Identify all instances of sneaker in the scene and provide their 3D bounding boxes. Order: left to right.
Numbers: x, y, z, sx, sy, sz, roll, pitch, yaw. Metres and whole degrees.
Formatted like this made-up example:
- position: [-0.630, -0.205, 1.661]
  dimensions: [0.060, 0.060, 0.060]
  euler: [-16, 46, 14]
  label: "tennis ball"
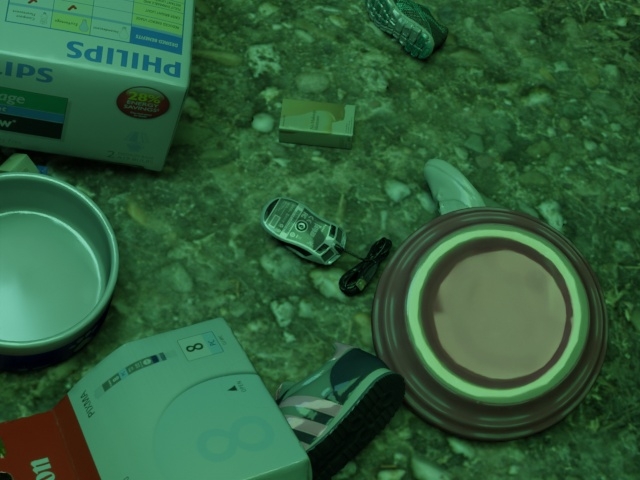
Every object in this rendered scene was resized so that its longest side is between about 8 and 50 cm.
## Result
- position: [-0.039, 0.262, 1.645]
  dimensions: [0.319, 0.112, 0.131]
  euler: [-37, 46, -17]
  label: "sneaker"
- position: [0.140, -0.364, 2.001]
  dimensions: [0.076, 0.065, 0.166]
  euler: [-29, 69, -34]
  label: "sneaker"
- position: [0.200, -0.026, 1.811]
  dimensions: [0.094, 0.080, 0.212]
  euler: [-34, 69, -6]
  label: "sneaker"

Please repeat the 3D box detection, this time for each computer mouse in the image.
- position: [0.000, 0.000, 1.805]
  dimensions: [0.193, 0.042, 0.106]
  euler: [30, 69, 7]
  label: "computer mouse"

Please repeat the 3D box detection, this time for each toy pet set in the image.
- position: [-0.456, -0.103, 1.842]
  dimensions: [0.114, 0.065, 0.122]
  euler: [10, 52, 43]
  label: "toy pet set"

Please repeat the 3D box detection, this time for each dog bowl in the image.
- position: [-0.415, 0.044, 1.702]
  dimensions: [0.265, 0.104, 0.265]
  euler: [6, 62, -12]
  label: "dog bowl"

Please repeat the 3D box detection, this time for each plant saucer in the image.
- position: [0.237, 0.107, 1.695]
  dimensions: [0.332, 0.084, 0.332]
  euler: [0, 74, -1]
  label: "plant saucer"

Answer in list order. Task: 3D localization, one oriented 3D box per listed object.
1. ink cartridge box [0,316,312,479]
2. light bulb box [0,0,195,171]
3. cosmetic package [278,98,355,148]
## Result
- position: [-0.243, 0.254, 1.516]
  dimensions: [0.385, 0.091, 0.308]
  euler: [-13, 36, -19]
  label: "ink cartridge box"
- position: [-0.374, -0.327, 1.806]
  dimensions: [0.358, 0.225, 0.361]
  euler: [8, 57, -14]
  label: "light bulb box"
- position: [-0.005, -0.180, 1.898]
  dimensions: [0.115, 0.041, 0.060]
  euler: [5, 62, 0]
  label: "cosmetic package"
